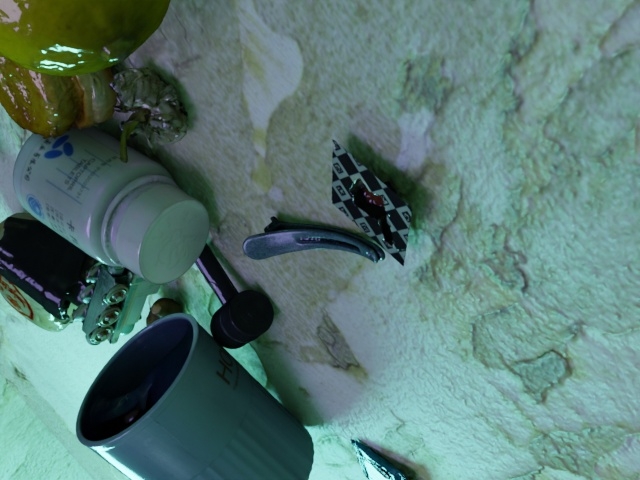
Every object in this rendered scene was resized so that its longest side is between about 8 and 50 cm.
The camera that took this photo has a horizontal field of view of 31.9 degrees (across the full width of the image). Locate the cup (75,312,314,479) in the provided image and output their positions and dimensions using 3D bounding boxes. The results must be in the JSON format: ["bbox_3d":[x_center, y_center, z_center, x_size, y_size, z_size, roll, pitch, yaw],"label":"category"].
[{"bbox_3d":[-0.213,0.314,1.833,0.311,0.257,0.331,46,152,-25],"label":"cup"}]

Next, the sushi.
[{"bbox_3d":[0.063,-0.048,1.261,0.126,0.026,0.120,42,156,23],"label":"sushi"}]

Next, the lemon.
[{"bbox_3d":[-0.295,-0.320,1.208,0.320,0.245,0.245,55,155,11],"label":"lemon"}]

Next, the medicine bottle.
[{"bbox_3d":[-0.307,-0.057,1.649,0.293,0.170,0.170,29,147,33],"label":"medicine bottle"}]

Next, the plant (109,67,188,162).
[{"bbox_3d":[-0.240,-0.160,1.477,0.116,0.122,0.104,37,163,9],"label":"plant"}]

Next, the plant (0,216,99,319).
[{"bbox_3d":[-0.460,0.050,2.005,0.256,0.164,0.142,24,159,-1],"label":"plant"}]

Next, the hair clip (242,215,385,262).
[{"bbox_3d":[0.000,0.000,1.397,0.229,0.070,0.039,3,125,46],"label":"hair clip"}]

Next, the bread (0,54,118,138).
[{"bbox_3d":[-0.388,-0.247,1.577,0.236,0.120,0.198,10,130,50],"label":"bread"}]

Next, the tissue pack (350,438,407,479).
[{"bbox_3d":[0.101,0.365,1.738,0.138,0.028,0.085,26,142,46],"label":"tissue pack"}]

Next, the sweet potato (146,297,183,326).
[{"bbox_3d":[-0.284,0.161,2.015,0.072,0.066,0.314,50,157,14],"label":"sweet potato"}]

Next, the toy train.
[{"bbox_3d":[-0.343,0.101,1.905,0.081,0.125,0.194,52,136,29],"label":"toy train"}]

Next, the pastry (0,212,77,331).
[{"bbox_3d":[-0.575,0.069,2.267,0.264,0.133,0.265,33,151,22],"label":"pastry"}]

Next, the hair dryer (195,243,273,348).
[{"bbox_3d":[-0.162,0.061,1.707,0.219,0.071,0.124,57,153,0],"label":"hair dryer"}]
